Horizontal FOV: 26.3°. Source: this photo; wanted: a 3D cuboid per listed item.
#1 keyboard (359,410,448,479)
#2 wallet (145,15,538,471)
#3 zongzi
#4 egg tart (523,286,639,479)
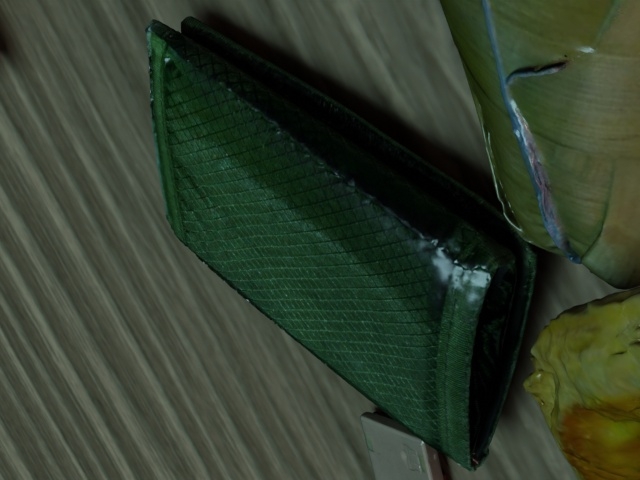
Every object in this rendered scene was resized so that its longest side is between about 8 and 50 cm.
[{"bbox_3d":[0.063,0.173,0.796,0.055,0.017,0.166,16,129,46],"label":"keyboard"},{"bbox_3d":[0.002,-0.001,0.695,0.236,0.055,0.160,38,144,30],"label":"wallet"},{"bbox_3d":[0.060,-0.124,0.496,0.256,0.115,0.228,39,148,32],"label":"zongzi"},{"bbox_3d":[0.190,0.082,0.491,0.241,0.106,0.241,33,158,15],"label":"egg tart"}]
